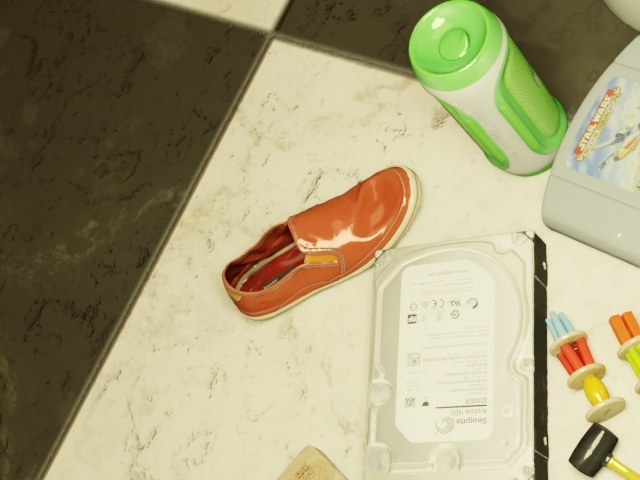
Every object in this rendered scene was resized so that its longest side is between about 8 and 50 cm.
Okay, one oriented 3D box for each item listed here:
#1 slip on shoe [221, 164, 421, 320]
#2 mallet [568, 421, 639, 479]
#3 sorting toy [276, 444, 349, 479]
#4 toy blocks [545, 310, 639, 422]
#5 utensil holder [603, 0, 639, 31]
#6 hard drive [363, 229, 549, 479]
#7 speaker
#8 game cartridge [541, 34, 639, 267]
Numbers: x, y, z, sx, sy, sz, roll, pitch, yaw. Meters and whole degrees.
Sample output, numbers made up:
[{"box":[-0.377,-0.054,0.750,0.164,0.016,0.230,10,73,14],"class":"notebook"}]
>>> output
[{"box":[0.000,0.000,1.704,0.331,0.101,0.123,-33,55,13],"class":"slip on shoe"},{"box":[0.386,0.279,1.400,0.189,0.039,0.062,25,84,31],"class":"mallet"},{"box":[0.000,0.445,1.518,0.257,0.089,0.255,-50,54,2],"class":"sorting toy"},{"box":[0.349,0.133,1.470,0.123,0.054,0.148,-34,56,15],"class":"toy blocks"},{"box":[0.430,-0.471,1.479,0.327,0.385,0.328,-12,63,25],"class":"utensil holder"},{"box":[0.176,0.163,1.554,0.237,0.064,0.339,-7,67,28],"class":"hard drive"},{"box":[0.222,-0.188,1.532,0.131,0.296,0.131,-12,64,26],"class":"speaker"},{"box":[0.418,-0.122,1.542,0.198,0.062,0.297,27,84,32],"class":"game cartridge"}]
